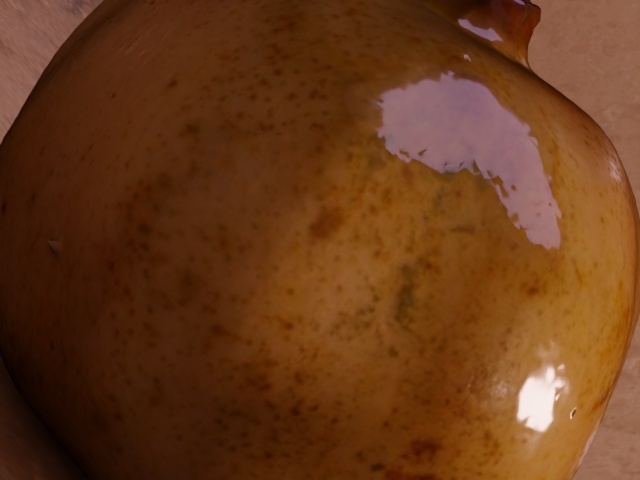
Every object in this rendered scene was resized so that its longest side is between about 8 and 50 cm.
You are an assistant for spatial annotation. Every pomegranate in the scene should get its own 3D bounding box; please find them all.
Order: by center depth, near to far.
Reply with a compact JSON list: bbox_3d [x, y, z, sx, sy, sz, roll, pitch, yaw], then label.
[{"bbox_3d":[0.000,0.000,1.000,0.416,0.416,0.416,50,6,-7],"label":"pomegranate"}]
